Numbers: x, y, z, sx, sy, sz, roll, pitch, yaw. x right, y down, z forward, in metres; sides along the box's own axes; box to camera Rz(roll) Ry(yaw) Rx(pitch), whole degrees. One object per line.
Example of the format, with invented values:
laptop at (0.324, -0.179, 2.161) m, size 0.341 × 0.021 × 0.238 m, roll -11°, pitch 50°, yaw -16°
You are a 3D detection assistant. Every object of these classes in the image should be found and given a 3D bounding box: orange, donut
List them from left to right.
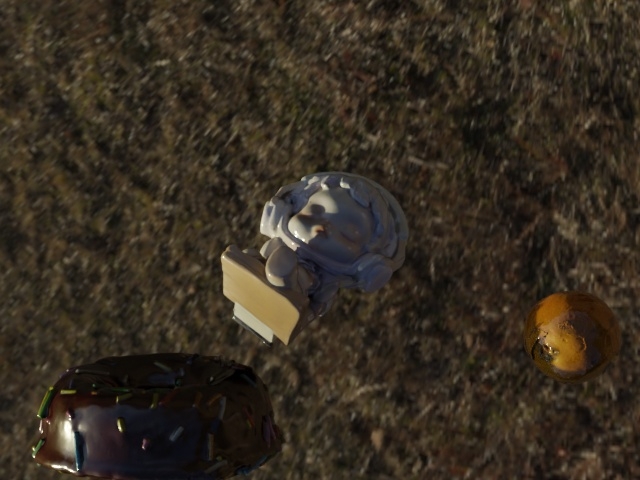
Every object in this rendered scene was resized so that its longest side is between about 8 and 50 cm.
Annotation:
donut at (-0.151, 0.162, 1.146) m, size 0.235 × 0.235 × 0.089 m, roll 1°, pitch 97°, yaw 13°
orange at (0.215, 0.081, 1.047) m, size 0.083 × 0.083 × 0.083 m, roll 6°, pitch 117°, yaw 11°

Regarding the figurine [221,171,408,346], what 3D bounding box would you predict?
figurine at (0.000, 0.002, 1.315) m, size 0.162 × 0.237 × 0.141 m, roll 37°, pitch 143°, yaw 19°
